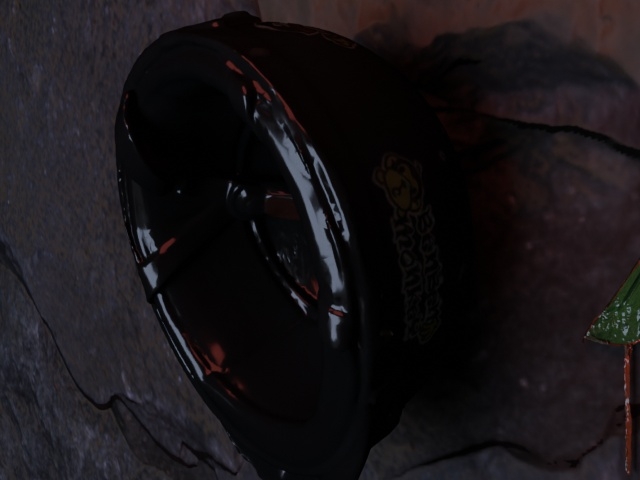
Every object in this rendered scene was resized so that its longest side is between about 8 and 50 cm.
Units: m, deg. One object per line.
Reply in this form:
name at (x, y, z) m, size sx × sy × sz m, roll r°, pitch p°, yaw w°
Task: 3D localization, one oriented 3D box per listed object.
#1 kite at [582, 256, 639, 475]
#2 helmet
kite at (0.202, 0.068, 0.453) m, size 0.198 × 0.006 × 0.245 m, roll 2°, pitch 99°, yaw 52°
helmet at (0.000, 0.000, 0.580) m, size 0.230 × 0.160 × 0.279 m, roll 6°, pitch 117°, yaw 53°
